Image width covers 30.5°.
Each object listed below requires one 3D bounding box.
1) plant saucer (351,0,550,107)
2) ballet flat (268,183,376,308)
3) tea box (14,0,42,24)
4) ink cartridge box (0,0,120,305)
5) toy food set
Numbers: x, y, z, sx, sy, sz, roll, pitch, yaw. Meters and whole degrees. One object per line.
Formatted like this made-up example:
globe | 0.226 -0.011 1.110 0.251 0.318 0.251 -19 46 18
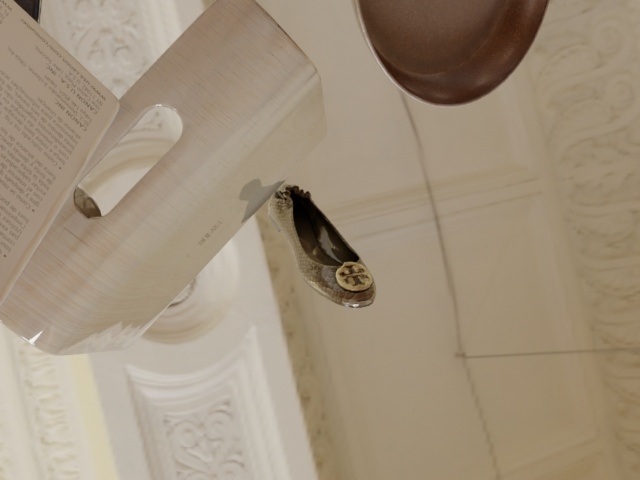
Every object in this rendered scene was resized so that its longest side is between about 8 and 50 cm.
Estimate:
plant saucer | 0.131 -0.293 1.199 0.311 0.050 0.310 -15 -67 -39
ballet flat | 0.000 0.000 1.528 0.084 0.250 0.058 -2 -55 -28
tea box | -0.460 -0.320 1.251 0.329 0.220 0.323 4 -87 -15
ink cartridge box | -0.186 -0.038 0.422 0.181 0.056 0.224 44 -140 -22
toy food set | -0.104 -0.037 0.769 0.092 0.306 0.220 43 -92 4
